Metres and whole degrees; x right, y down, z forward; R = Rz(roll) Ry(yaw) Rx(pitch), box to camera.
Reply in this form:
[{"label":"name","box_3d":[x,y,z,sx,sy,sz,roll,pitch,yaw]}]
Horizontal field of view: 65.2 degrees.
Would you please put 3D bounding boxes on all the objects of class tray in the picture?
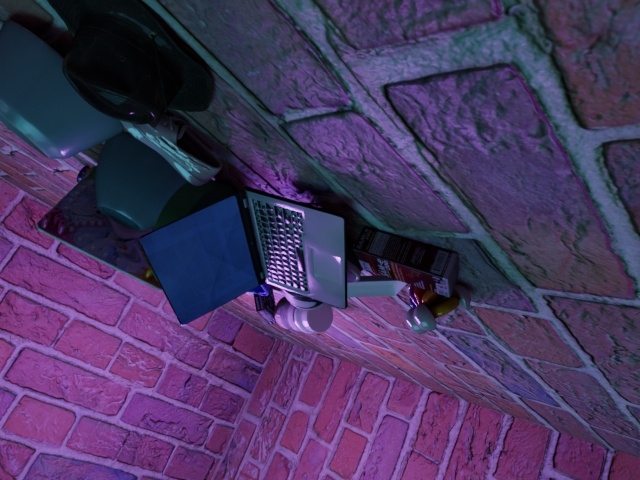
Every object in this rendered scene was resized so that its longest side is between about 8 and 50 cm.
[{"label":"tray","box_3d":[0.114,0.133,1.473,0.270,0.030,0.145,-1,155,-12]}]

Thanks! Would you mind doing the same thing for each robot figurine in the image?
[{"label":"robot figurine","box_3d":[-0.049,0.126,1.610,0.278,0.173,0.209,81,166,-69]}]

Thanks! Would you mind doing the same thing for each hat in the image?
[{"label":"hat","box_3d":[-0.369,-0.302,0.915,0.331,0.134,0.331,23,163,8]}]

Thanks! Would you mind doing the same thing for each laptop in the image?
[{"label":"laptop","box_3d":[-0.162,0.089,1.244,0.407,0.236,0.382,17,144,16]}]

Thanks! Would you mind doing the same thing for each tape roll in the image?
[{"label":"tape roll","box_3d":[-0.327,-0.008,1.368,0.077,0.321,0.321,20,161,18]}]

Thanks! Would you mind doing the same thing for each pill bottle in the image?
[{"label":"pill bottle","box_3d":[-0.074,0.329,2.236,0.161,0.161,0.283,34,160,-26]}]

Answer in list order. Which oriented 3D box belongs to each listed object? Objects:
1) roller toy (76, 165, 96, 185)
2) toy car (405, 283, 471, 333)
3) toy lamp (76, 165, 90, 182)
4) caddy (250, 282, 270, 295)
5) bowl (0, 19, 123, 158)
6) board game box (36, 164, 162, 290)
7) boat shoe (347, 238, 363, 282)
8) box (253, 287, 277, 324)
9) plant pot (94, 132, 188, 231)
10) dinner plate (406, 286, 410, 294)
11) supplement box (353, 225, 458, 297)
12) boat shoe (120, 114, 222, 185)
[{"label":"roller toy","box_3d":[-0.748,-0.143,1.746,0.209,0.191,0.146,29,172,-12]},{"label":"toy car","box_3d":[0.296,0.159,1.342,0.136,0.159,0.182,58,166,11]},{"label":"toy lamp","box_3d":[-0.760,-0.181,1.856,0.274,0.080,0.080,26,162,-4]},{"label":"caddy","box_3d":[-0.295,0.103,1.873,0.241,0.179,0.341,22,162,14]},{"label":"bowl","box_3d":[-0.613,-0.299,1.101,0.311,0.163,0.311,34,164,12]},{"label":"board game box","box_3d":[-0.587,-0.066,1.553,0.389,0.390,0.050,30,124,-13]},{"label":"boat shoe","box_3d":[0.000,0.000,1.330,0.114,0.091,0.302,-16,134,41]},{"label":"box","box_3d":[-0.258,0.277,2.328,0.051,0.175,0.220,-16,154,4]},{"label":"plant pot","box_3d":[-0.527,-0.142,1.446,0.290,0.196,0.290,21,159,9]},{"label":"dinner plate","box_3d":[0.327,0.181,1.528,0.141,0.017,0.141,23,161,9]},{"label":"supplement box","box_3d":[0.211,0.052,1.230,0.239,0.073,0.130,18,161,24]},{"label":"boat shoe","box_3d":[-0.337,-0.237,1.130,0.088,0.096,0.267,-29,115,32]}]
